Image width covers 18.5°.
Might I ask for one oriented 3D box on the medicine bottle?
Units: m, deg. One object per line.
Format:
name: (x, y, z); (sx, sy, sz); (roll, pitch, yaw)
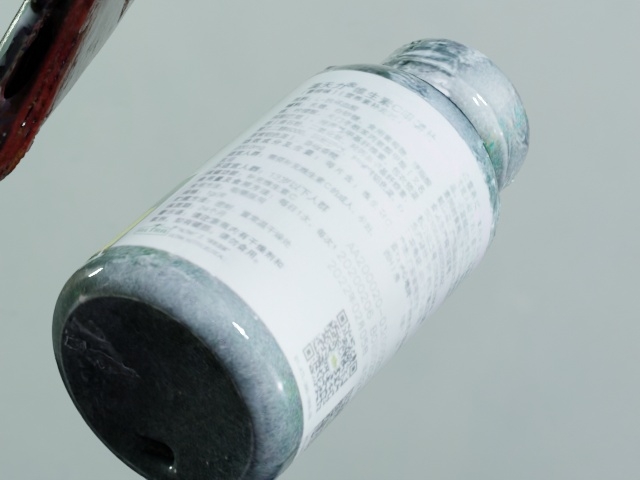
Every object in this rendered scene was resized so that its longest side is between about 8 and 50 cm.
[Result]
medicine bottle: (0.000, 0.000, 1.027); (0.141, 0.293, 0.141); (22, 132, 26)

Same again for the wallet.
wallet: (-0.058, -0.116, 0.669); (0.031, 0.255, 0.137); (35, 113, -9)
